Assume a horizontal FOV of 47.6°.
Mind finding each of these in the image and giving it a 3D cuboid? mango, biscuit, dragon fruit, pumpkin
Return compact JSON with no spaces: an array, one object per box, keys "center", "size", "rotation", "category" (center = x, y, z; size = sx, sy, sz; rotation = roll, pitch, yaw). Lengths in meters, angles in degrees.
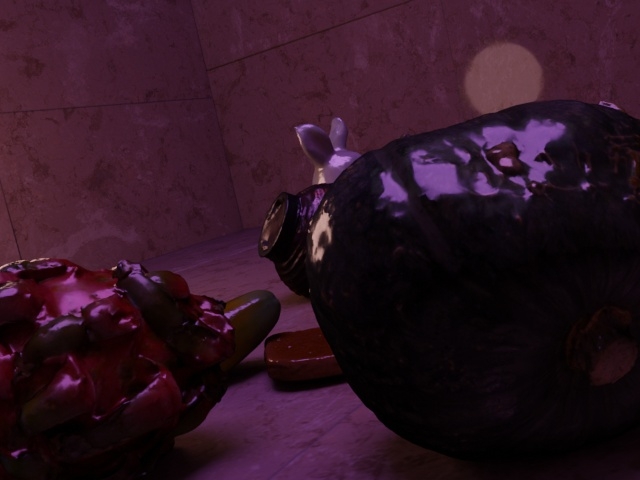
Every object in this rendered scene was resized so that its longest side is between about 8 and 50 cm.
[{"center":[-0.141,0.134,1.009],"size":[0.194,0.092,0.130],"rotation":[-33,2,-10],"category":"mango"},{"center":[0.018,0.145,0.961],"size":[0.186,0.036,0.192],"rotation":[-10,6,-4],"category":"biscuit"},{"center":[-0.235,0.132,0.724],"size":[0.302,0.231,0.237],"rotation":[-3,-6,-6],"category":"dragon fruit"},{"center":[0.159,0.028,0.589],"size":[0.327,0.291,0.257],"rotation":[-26,30,0],"category":"pumpkin"}]

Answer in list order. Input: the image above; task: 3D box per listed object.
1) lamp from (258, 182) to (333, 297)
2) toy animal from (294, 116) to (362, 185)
[{"center":[0.000,0.000,1.481],"size":[0.247,0.247,0.247],"rotation":[-12,6,1],"category":"lamp"},{"center":[0.038,-0.108,1.768],"size":[0.241,0.368,0.196],"rotation":[4,17,28],"category":"toy animal"}]
